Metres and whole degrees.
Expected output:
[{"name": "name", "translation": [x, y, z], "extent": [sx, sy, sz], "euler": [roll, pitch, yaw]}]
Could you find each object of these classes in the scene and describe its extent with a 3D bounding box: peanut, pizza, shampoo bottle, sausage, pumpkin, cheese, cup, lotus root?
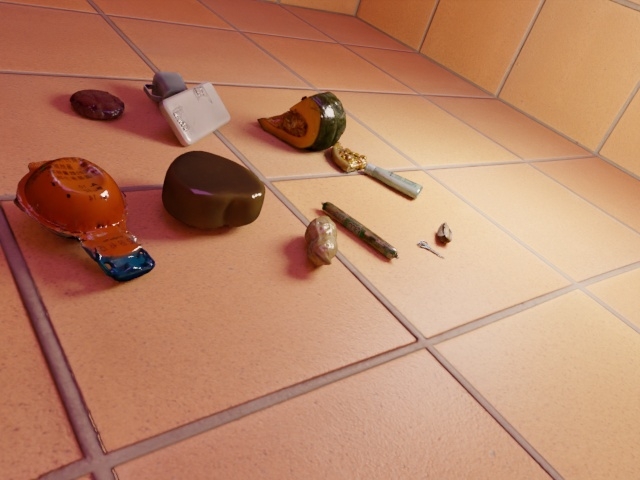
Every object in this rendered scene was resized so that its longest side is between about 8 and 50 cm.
[{"name": "peanut", "translation": [0.000, 0.000, 1.292], "extent": [0.080, 0.080, 0.174], "euler": [14, 31, -10]}, {"name": "pizza", "translation": [0.097, -0.266, 1.789], "extent": [0.131, 0.041, 0.178], "euler": [16, 32, -8]}, {"name": "shampoo bottle", "translation": [0.227, -0.191, 1.744], "extent": [0.190, 0.041, 0.069], "euler": [28, 38, 13]}, {"name": "sausage", "translation": [0.099, -0.029, 1.433], "extent": [0.269, 0.033, 0.033], "euler": [37, 36, 26]}, {"name": "pumpkin", "translation": [-0.058, -0.408, 1.781], "extent": [0.280, 0.190, 0.139], "euler": [33, 35, 22]}, {"name": "cheese", "translation": [-0.454, -0.050, 1.079], "extent": [0.329, 0.129, 0.217], "euler": [45, 35, 16]}, {"name": "cup", "translation": [-0.477, -0.457, 1.717], "extent": [0.128, 0.095, 0.129], "euler": [-4, 40, -32]}, {"name": "lotus root", "translation": [0.349, -0.017, 1.556], "extent": [0.037, 0.030, 0.083], "euler": [45, 31, -15]}]

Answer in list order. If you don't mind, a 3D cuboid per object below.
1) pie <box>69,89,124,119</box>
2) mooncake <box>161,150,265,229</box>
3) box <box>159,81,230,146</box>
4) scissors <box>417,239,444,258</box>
[{"name": "pie", "translation": [-0.636, -0.388, 1.578], "extent": [0.154, 0.036, 0.154], "euler": [14, 32, -9]}, {"name": "mooncake", "translation": [-0.258, -0.116, 1.291], "extent": [0.234, 0.117, 0.235], "euler": [14, 29, -8]}, {"name": "box", "translation": [-0.366, -0.382, 1.647], "extent": [0.142, 0.044, 0.285], "euler": [59, 28, -15]}, {"name": "scissors", "translation": [0.299, 0.025, 1.484], "extent": [0.083, 0.006, 0.036], "euler": [36, 37, 24]}]
